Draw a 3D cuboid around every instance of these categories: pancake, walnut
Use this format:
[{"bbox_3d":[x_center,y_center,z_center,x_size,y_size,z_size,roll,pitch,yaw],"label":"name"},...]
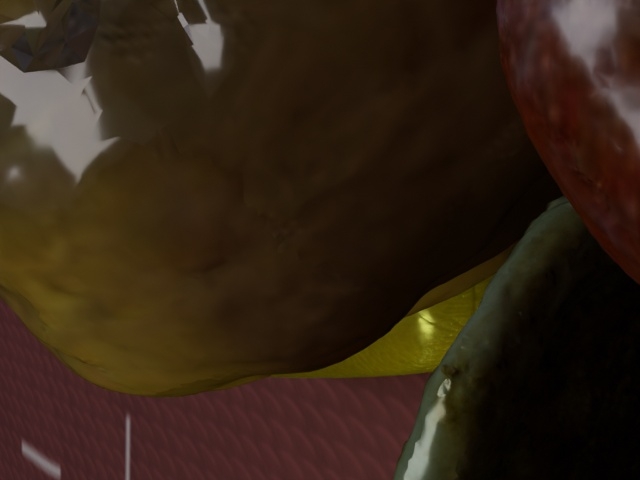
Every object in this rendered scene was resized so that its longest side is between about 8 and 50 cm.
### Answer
[{"bbox_3d":[0.122,0.089,0.761,0.037,0.253,0.253,15,106,45],"label":"pancake"},{"bbox_3d":[-0.023,-0.113,0.863,0.383,0.384,0.383,179,90,-67],"label":"walnut"}]

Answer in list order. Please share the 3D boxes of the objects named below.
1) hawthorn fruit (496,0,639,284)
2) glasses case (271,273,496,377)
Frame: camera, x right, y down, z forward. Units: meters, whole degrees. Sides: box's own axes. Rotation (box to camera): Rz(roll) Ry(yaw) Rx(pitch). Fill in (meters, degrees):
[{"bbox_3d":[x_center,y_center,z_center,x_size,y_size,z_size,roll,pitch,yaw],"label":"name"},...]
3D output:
[{"bbox_3d":[0.187,-0.068,0.646,0.231,0.263,0.235,11,68,39],"label":"hawthorn fruit"},{"bbox_3d":[0.000,0.000,1.170,0.371,0.141,0.173,171,92,-67],"label":"glasses case"}]
